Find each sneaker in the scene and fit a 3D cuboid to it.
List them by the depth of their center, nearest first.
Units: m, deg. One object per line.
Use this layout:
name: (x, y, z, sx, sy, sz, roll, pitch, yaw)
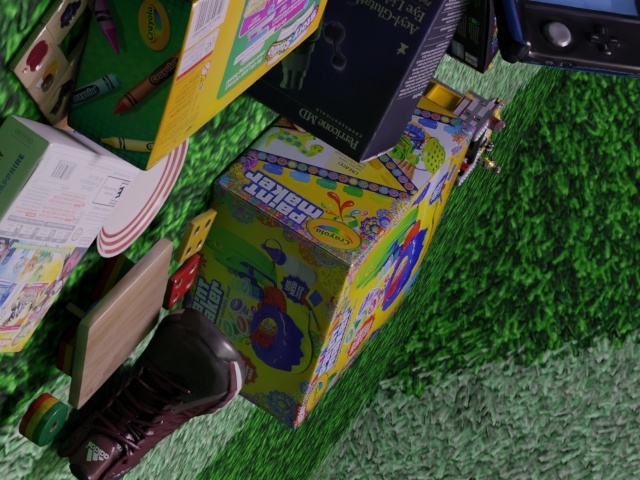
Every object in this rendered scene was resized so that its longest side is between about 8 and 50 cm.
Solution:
sneaker: (-0.180, 0.180, 1.823, 0.162, 0.106, 0.281, -44, 176, -30)

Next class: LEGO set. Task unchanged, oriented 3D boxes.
LEGO set: (0.158, -0.141, 2.250, 0.255, 0.192, 0.331, -46, 163, -45)

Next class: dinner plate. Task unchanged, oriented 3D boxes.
dinner plate: (-0.164, -0.049, 1.617, 0.141, 0.017, 0.141, -55, 168, -17)

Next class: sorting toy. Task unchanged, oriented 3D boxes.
sorting toy: (-0.196, 0.064, 1.692, 0.274, 0.046, 0.132, -48, 164, -38)

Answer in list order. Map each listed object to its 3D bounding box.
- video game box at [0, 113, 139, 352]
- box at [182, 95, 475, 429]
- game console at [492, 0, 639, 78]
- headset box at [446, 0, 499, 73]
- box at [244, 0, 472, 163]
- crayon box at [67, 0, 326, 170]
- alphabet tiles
video game box: (-0.234, 0.001, 1.377, 0.187, 0.048, 0.205, -58, 168, 4)
box: (0.000, 0.000, 2.013, 0.279, 0.177, 0.290, -47, 163, -40)
game console: (0.231, -0.331, 1.752, 0.173, 0.250, 0.293, 122, -32, -54)
headset box: (0.207, -0.372, 2.035, 0.283, 0.131, 0.246, -57, 168, -13)
box: (0.038, -0.202, 1.726, 0.207, 0.153, 0.108, -64, 167, 20)
crayon box: (-0.077, -0.194, 1.417, 0.278, 0.081, 0.165, -46, 163, -47)
alphabet tiles: (-0.154, -0.170, 1.388, 0.198, 0.009, 0.237, -57, 168, -11)
